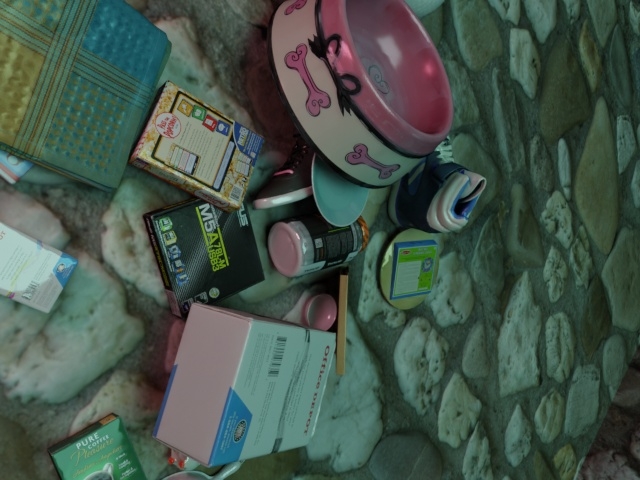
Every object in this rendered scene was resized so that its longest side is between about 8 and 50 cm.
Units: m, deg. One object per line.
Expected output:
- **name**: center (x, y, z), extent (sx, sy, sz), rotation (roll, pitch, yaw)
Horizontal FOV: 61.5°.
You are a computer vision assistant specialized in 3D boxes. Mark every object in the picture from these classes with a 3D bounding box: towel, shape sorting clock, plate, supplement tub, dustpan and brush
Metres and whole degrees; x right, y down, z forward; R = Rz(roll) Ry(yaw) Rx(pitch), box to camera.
- **towel**: center (-0.390, -0.252, 0.711), extent (0.370, 0.040, 0.271), rotation (26, 82, -50)
- **shape sorting clock**: center (0.221, 0.069, 1.327), extent (0.206, 0.040, 0.206), rotation (-12, 111, -35)
- **plate**: center (0.035, -0.121, 1.037), extent (0.188, 0.024, 0.188), rotation (-7, 99, -51)
- **supplement tub**: center (0.000, 0.000, 1.082), extent (0.190, 0.117, 0.117), rotation (-13, 103, -38)
- **dustpan and brush**: center (-0.218, 0.469, 0.990), extent (0.211, 0.060, 0.147), rotation (-29, 100, -28)

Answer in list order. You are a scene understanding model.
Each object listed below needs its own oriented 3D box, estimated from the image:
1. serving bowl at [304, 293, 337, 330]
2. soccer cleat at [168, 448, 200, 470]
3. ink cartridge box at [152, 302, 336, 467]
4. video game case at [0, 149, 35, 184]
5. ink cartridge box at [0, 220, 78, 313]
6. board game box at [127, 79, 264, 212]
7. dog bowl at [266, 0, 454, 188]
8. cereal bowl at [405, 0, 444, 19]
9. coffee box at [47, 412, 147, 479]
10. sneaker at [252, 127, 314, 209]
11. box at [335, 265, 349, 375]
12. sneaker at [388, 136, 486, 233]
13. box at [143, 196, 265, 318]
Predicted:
- **serving bowl**: center (-0.004, 0.153, 1.152), extent (0.083, 0.027, 0.083), rotation (-6, 99, -40)
- **soccer cleat**: center (-0.228, 0.308, 0.957), extent (0.076, 0.068, 0.196), rotation (-1, 96, -56)
- **ink cartridge box**: center (-0.113, 0.246, 0.943), extent (0.307, 0.129, 0.223), rotation (27, 76, -60)
- **video game case**: center (-0.416, -0.251, 0.760), extent (0.204, 0.025, 0.285), rotation (50, 64, -32)
- **ink cartridge box**: center (-0.427, 0.037, 0.761), extent (0.122, 0.052, 0.088), rotation (37, 70, -38)
- **board game box**: center (-0.203, -0.154, 0.907), extent (0.193, 0.045, 0.147), rotation (28, 67, -30)
- **dog bowl**: center (0.099, -0.312, 1.017), extent (0.408, 0.150, 0.408), rotation (24, 55, -40)
- **cereal bowl**: center (0.199, -0.660, 1.172), extent (0.339, 0.141, 0.339), rotation (-5, 97, -41)
- **coffee box**: center (-0.343, 0.385, 0.859), extent (0.113, 0.040, 0.184), rotation (-27, 102, -35)
- **sneaker**: center (-0.041, -0.169, 1.045), extent (0.295, 0.104, 0.147), rotation (-35, 114, -39)
- **box**: center (0.046, 0.162, 1.127), extent (0.021, 0.164, 0.201), rotation (3, 94, 2)
- **sneaker**: center (0.291, -0.173, 1.234), extent (0.130, 0.236, 0.323), rotation (18, 83, -40)
- **box**: center (-0.200, 0.016, 0.959), extent (0.184, 0.045, 0.191), rotation (-23, 109, -35)
